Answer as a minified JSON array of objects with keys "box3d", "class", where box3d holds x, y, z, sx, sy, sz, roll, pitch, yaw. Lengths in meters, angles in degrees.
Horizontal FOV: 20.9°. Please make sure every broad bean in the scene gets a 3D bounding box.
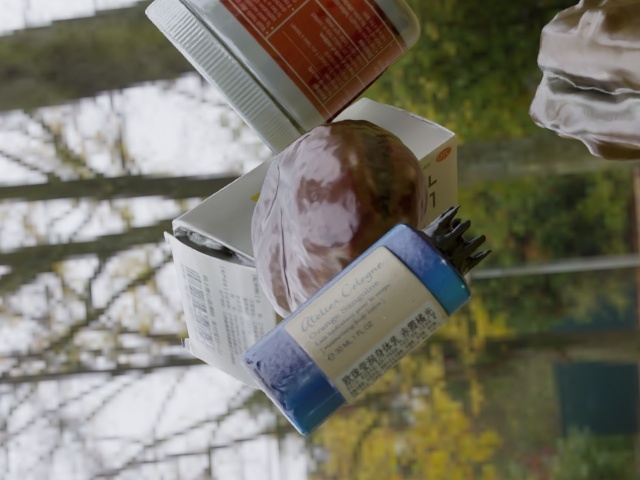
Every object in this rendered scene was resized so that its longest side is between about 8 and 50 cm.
[{"box3d":[0.015,-0.013,1.407,0.228,0.122,0.156,126,139,-65],"class":"broad bean"}]

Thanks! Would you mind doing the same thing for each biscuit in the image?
[{"box3d":[0.342,-0.117,1.163,0.268,0.366,0.115,15,112,51],"class":"biscuit"}]

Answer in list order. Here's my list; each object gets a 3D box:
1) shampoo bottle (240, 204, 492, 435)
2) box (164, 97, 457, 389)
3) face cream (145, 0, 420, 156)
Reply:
[{"box3d":[0.036,0.049,1.177,0.087,0.183,0.050,44,171,48],"class":"shampoo bottle"},{"box3d":[-0.002,0.002,1.874,0.333,0.145,0.173,-36,-46,-36],"class":"box"},{"box3d":[-0.033,-0.208,1.653,0.201,0.187,0.201,47,-179,-1],"class":"face cream"}]
